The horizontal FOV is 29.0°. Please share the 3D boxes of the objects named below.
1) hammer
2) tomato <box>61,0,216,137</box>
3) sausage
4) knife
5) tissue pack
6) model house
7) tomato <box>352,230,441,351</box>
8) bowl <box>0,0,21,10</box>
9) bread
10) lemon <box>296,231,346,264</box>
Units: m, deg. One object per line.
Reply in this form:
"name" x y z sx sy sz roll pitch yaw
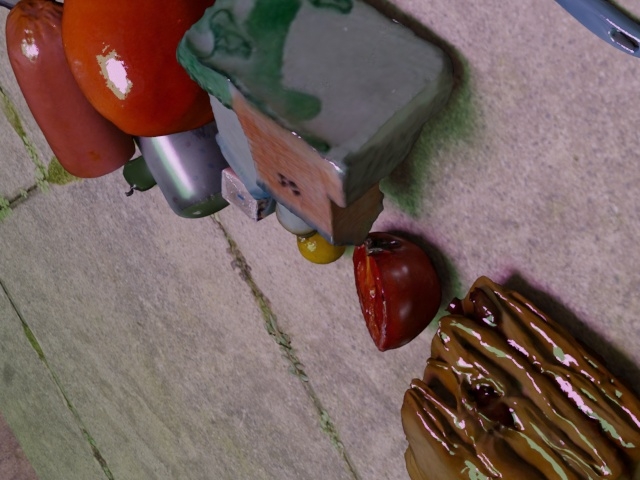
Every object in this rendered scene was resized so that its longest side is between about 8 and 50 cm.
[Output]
"hammer" -0.232 -0.117 1.792 0.206 0.119 0.335 63 154 -5
"tomato" -0.183 -0.251 1.491 0.180 0.260 0.259 1 118 38
"sausage" -0.325 -0.197 1.583 0.113 0.113 0.259 32 153 35
"knife" 0.195 -0.253 1.177 0.313 0.019 0.044 42 147 28
"tissue pack" -0.074 -0.076 1.611 0.074 0.094 0.058 39 142 26
"model house" -0.001 -0.118 1.439 0.267 0.194 0.325 39 157 23
"tomato" 0.097 0.056 1.502 0.159 0.091 0.139 -126 29 -64
"bowl" -0.366 -0.485 1.575 0.354 0.185 0.354 34 141 33
"bread" 0.213 0.261 1.423 0.314 0.191 0.370 40 145 25
"lemon" 0.000 0.000 1.597 0.062 0.083 0.062 -8 77 41
